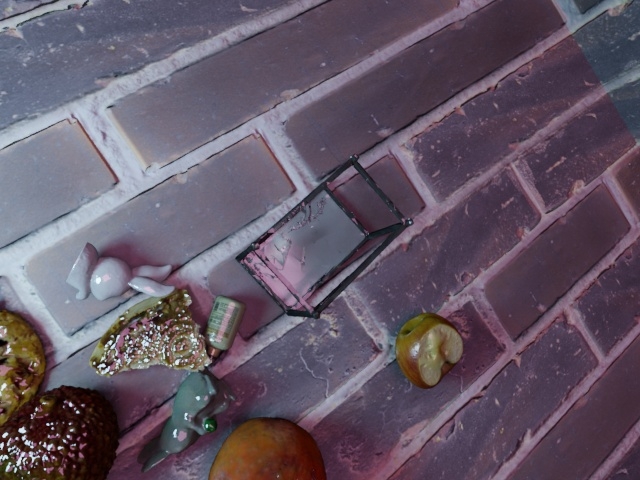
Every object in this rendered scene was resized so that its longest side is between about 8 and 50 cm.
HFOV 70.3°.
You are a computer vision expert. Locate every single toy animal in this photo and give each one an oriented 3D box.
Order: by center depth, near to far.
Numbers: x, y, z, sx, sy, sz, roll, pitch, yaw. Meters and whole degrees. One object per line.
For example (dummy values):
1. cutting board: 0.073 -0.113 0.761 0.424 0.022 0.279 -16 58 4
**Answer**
1. toy animal: -0.464 0.097 1.064 0.220 0.104 0.131 25 105 -28
2. toy animal: -0.318 0.428 1.066 0.125 0.127 0.251 41 86 -21

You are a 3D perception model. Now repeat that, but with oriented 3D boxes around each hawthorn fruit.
1. hawthorn fruit: -0.100 0.555 1.010 0.275 0.307 0.276 -1 93 -27

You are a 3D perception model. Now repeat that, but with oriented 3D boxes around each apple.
1. apple: 0.292 0.299 1.242 0.195 0.160 0.173 -39 91 -17

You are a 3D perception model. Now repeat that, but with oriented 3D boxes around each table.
1. table: 0.000 0.000 1.133 0.335 0.272 0.222 -43 97 -18

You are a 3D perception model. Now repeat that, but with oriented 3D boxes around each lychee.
1. lychee: -0.532 0.429 0.926 0.235 0.236 0.271 -9 107 -19

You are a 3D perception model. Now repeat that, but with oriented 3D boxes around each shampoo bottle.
1. shampoo bottle: -0.245 0.222 1.123 0.079 0.079 0.162 22 76 -14

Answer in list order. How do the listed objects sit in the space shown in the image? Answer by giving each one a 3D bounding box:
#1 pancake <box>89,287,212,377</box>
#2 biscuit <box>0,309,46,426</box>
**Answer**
1. pancake: -0.374 0.244 1.072 0.244 0.057 0.266 35 75 4
2. biscuit: -0.757 0.276 0.926 0.334 0.081 0.290 -24 95 -31
